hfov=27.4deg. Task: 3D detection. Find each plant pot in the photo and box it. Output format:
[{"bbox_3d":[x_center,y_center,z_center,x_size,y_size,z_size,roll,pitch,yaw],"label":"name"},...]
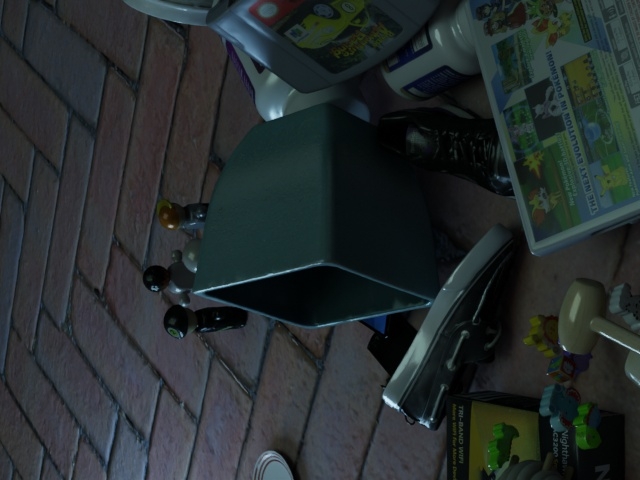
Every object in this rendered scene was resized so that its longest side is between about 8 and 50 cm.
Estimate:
[{"bbox_3d":[-0.001,-0.040,1.793,0.247,0.248,0.252,-13,67,39],"label":"plant pot"}]

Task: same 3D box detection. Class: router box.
[{"bbox_3d":[0.261,0.353,1.626,0.243,0.081,0.309,1,92,56],"label":"router box"}]

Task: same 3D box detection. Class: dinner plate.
[{"bbox_3d":[-0.073,0.423,2.211,0.141,0.017,0.141,8,99,57],"label":"dinner plate"}]

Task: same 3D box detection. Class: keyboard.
[{"bbox_3d":[0.133,0.190,1.875,0.100,0.038,0.192,-54,43,12],"label":"keyboard"}]

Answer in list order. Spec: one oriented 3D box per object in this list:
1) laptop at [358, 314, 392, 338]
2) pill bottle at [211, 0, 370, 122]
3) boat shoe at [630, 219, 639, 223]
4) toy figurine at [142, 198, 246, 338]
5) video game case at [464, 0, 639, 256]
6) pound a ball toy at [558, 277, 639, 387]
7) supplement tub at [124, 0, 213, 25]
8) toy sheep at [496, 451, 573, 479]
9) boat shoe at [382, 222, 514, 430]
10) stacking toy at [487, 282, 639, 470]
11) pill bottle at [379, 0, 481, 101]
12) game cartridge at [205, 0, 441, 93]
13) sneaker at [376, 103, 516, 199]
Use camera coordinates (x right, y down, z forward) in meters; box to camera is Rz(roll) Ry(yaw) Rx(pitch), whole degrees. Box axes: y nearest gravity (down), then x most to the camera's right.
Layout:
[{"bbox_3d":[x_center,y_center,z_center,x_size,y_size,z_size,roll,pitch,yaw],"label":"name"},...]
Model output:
[{"bbox_3d":[0.000,0.000,1.950,0.264,0.136,0.234,10,101,12],"label":"laptop"},{"bbox_3d":[-0.040,-0.272,1.981,0.169,0.169,0.301,-60,44,39],"label":"pill bottle"},{"bbox_3d":[0.333,-0.107,1.511,0.063,0.066,0.184,-43,51,29],"label":"boat shoe"},{"bbox_3d":[-0.216,0.047,2.291,0.209,0.148,0.213,50,132,44],"label":"toy figurine"},{"bbox_3d":[0.323,-0.184,1.469,0.300,0.036,0.329,-25,71,37],"label":"video game case"},{"bbox_3d":[0.394,0.165,1.294,0.319,0.208,0.136,44,127,46],"label":"pound a ball toy"},{"bbox_3d":[-0.205,-0.539,2.161,0.235,0.235,0.325,42,126,48],"label":"supplement tub"},{"bbox_3d":[0.245,0.290,1.500,0.132,0.091,0.091,-24,72,57],"label":"toy sheep"},{"bbox_3d":[0.190,0.120,1.718,0.102,0.108,0.301,34,111,14],"label":"boat shoe"},{"bbox_3d":[0.286,0.161,1.511,0.167,0.052,0.221,-29,31,54],"label":"stacking toy"},{"bbox_3d":[0.169,-0.259,1.707,0.186,0.112,0.112,-21,74,56],"label":"pill bottle"},{"bbox_3d":[0.013,-0.297,1.675,0.294,0.196,0.060,-29,42,44],"label":"game cartridge"},{"bbox_3d":[0.178,-0.113,1.690,0.283,0.124,0.107,19,108,55],"label":"sneaker"}]
